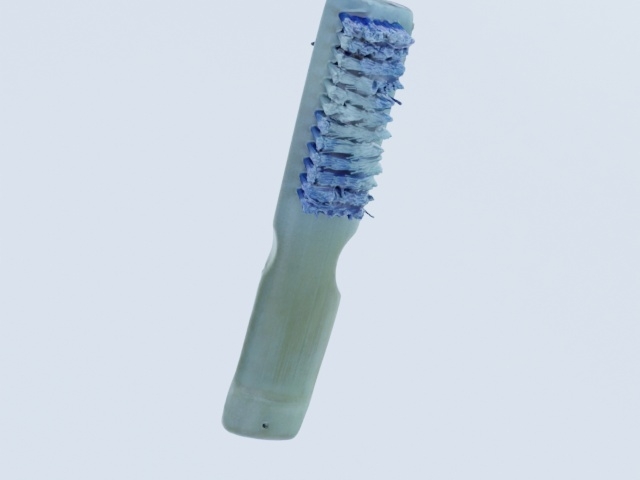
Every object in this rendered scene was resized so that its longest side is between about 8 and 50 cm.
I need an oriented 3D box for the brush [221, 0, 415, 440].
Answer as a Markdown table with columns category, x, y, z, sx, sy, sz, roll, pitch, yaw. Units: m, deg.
| category | x | y | z | sx | sy | sz | roll | pitch | yaw |
| --- | --- | --- | --- | --- | --- | --- | --- | --- | --- |
| brush | 0.000 | 0.000 | 0.551 | 0.033 | 0.178 | 0.030 | 5 | -155 | -22 |
